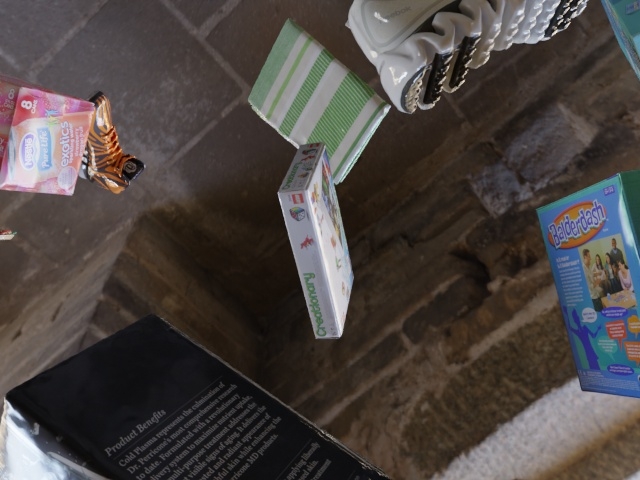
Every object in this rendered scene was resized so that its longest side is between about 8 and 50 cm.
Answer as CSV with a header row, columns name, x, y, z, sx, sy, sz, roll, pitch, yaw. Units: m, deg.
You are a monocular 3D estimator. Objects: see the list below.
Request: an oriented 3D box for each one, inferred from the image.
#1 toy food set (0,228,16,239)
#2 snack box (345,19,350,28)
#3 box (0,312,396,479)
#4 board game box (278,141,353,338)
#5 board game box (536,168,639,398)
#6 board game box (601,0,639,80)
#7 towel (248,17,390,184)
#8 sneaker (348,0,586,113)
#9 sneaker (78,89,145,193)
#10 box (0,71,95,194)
name,x,y,z,sx,sy,sz,roll,pitch,yaw
toy food set,-0.590,-0.010,1.117,0.083,0.083,0.020,-3,90,-42
snack box,0.136,-0.644,1.683,0.022,0.064,0.178,43,108,22
box,-0.216,0.454,0.923,0.472,0.297,0.479,31,117,18
board game box,0.000,0.000,1.135,0.053,0.193,0.305,-5,120,14
board game box,0.298,0.049,0.627,0.047,0.160,0.210,-11,83,-9
board game box,0.631,-0.405,1.214,0.079,0.336,0.254,-26,130,27
towel,-0.014,-0.323,1.478,0.325,0.038,0.247,44,125,14
sneaker,0.157,-0.234,0.576,0.292,0.118,0.110,-30,160,-18
sneaker,-0.574,-0.260,1.743,0.180,0.124,0.321,28,141,4
box,-0.516,-0.188,0.958,0.300,0.142,0.154,22,99,23
